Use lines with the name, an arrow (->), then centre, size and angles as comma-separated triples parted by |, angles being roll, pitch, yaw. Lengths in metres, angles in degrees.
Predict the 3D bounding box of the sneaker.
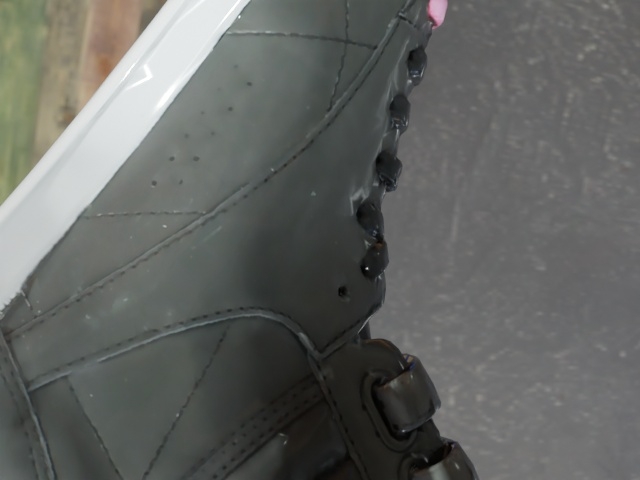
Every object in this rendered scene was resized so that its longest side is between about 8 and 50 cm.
sneaker -> 0.000, 0.000, 0.406 | 0.296, 0.147, 0.104 | -54, 7, -11
